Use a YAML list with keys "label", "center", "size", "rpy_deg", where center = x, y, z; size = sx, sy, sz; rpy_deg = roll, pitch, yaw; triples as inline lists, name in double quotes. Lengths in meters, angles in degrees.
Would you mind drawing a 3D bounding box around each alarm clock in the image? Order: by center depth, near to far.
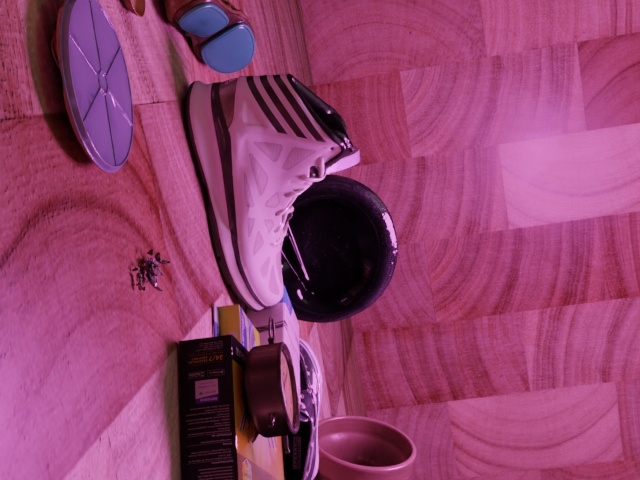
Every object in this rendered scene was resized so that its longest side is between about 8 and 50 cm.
- label: "alarm clock"
  center: [-0.070, 0.195, 1.294]
  size: [0.129, 0.064, 0.192]
  rpy_deg: [71, 14, -55]

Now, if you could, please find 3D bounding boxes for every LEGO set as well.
- label: "LEGO set"
  center: [-0.218, 0.039, 1.149]
  size: [0.083, 0.023, 0.054]
  rpy_deg: [10, 69, -69]

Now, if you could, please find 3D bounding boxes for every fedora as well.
- label: "fedora"
  center: [0.000, 0.000, 1.883]
  size: [0.152, 0.334, 0.334]
  rpy_deg: [-107, -175, -63]

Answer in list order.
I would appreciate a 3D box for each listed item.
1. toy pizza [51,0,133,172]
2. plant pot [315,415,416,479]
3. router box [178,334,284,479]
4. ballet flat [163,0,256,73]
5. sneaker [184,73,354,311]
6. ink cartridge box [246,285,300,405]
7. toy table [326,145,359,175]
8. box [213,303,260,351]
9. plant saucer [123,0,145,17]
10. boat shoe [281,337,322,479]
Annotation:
- label: "toy pizza"
  center: [-0.256, -0.174, 1.017]
  size: [0.201, 0.032, 0.201]
  rpy_deg: [-7, 90, -83]
- label: "plant pot"
  center: [0.083, 0.581, 2.195]
  size: [0.263, 0.263, 0.229]
  rpy_deg: [-73, 173, -74]
- label: "router box"
  center: [-0.124, 0.295, 1.345]
  size: [0.309, 0.081, 0.243]
  rpy_deg: [64, 20, -68]
- label: "ballet flat"
  center: [-0.196, -0.386, 1.547]
  size: [0.124, 0.116, 0.342]
  rpy_deg: [63, 9, 8]
- label: "sneaker"
  center: [-0.059, -0.076, 1.574]
  size: [0.169, 0.257, 0.448]
  rpy_deg: [-87, 167, -59]
- label: "ink cartridge box"
  center: [-0.089, 0.204, 1.729]
  size: [0.140, 0.082, 0.191]
  rpy_deg: [74, 12, -48]
- label: "toy table"
  center: [-0.025, -0.112, 2.050]
  size: [0.252, 0.274, 0.161]
  rpy_deg: [23, -60, 57]
- label: "box"
  center: [-0.137, 0.180, 1.533]
  size: [0.178, 0.042, 0.109]
  rpy_deg: [68, 15, -66]
- label: "plant saucer"
  center: [-0.261, -0.346, 1.248]
  size: [0.083, 0.015, 0.083]
  rpy_deg: [-9, 90, -83]
- label: "boat shoe"
  center: [-0.055, 0.337, 1.799]
  size: [0.102, 0.108, 0.301]
  rpy_deg: [54, 35, -78]
